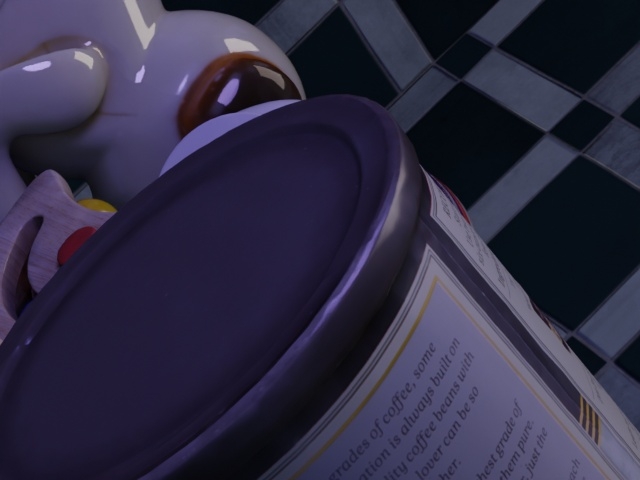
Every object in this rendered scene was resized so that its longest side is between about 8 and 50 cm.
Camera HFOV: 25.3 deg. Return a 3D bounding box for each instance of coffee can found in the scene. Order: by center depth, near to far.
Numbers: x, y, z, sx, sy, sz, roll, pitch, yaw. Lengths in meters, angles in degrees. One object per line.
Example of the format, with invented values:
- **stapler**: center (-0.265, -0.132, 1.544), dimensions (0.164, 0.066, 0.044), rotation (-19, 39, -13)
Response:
- **coffee can**: center (0.027, 0.112, 0.548), dimensions (0.275, 0.201, 0.201), rotation (49, -5, -25)

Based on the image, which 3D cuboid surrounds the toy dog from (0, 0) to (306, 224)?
- **toy dog**: center (-0.201, -0.164, 1.224), dimensions (0.408, 0.395, 0.284), rotation (39, -15, -4)

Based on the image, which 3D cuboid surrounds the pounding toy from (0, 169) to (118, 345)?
- **pounding toy**: center (-0.123, 0.016, 0.773), dimensions (0.155, 0.154, 0.269), rotation (49, -6, -33)

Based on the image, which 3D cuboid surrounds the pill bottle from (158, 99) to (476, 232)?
- **pill bottle**: center (0.000, 0.000, 1.087), dimensions (0.181, 0.181, 0.323), rotation (44, 7, 22)
